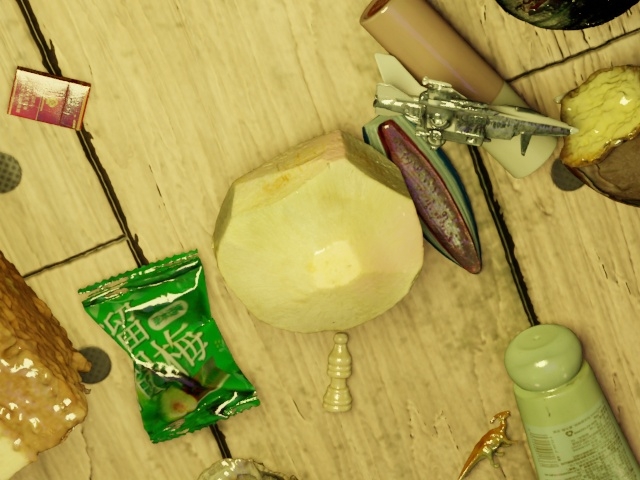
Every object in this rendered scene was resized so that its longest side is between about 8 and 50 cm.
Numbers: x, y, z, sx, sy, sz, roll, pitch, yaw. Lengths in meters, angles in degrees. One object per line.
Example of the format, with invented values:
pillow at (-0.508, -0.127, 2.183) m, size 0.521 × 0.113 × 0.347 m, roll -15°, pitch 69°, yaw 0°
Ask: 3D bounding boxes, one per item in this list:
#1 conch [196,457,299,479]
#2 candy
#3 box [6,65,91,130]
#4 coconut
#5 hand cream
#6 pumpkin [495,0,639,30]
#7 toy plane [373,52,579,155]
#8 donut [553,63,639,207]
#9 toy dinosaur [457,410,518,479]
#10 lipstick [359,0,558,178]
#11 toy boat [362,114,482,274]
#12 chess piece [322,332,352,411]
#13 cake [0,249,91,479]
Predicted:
conch at (-0.087, 0.347, 1.781) m, size 0.163 × 0.245 × 0.178 m, roll 20°, pitch 85°, yaw -48°
candy at (-0.172, 0.122, 1.748) m, size 0.141 × 0.078 × 0.203 m, roll -24°, pitch 98°, yaw -11°
box at (-0.294, -0.154, 1.668) m, size 0.082 × 0.023 × 0.051 m, roll 13°, pitch 107°, yaw -11°
coconut at (0.000, 0.000, 1.652) m, size 0.237 × 0.237 × 0.197 m, roll -20°, pitch 111°, yaw -1°
hand cream at (0.308, 0.243, 1.843) m, size 0.147 × 0.093 × 0.306 m, roll -22°, pitch 111°, yaw 2°
pumpkin at (0.261, -0.334, 1.611) m, size 0.233 × 0.163 × 0.233 m, roll -6°, pitch 109°, yaw -18°
toy plane at (0.153, -0.127, 1.635) m, size 0.234 × 0.160 × 0.082 m, roll 22°, pitch 75°, yaw 7°
donut at (0.446, -0.164, 1.661) m, size 0.259 × 0.136 × 0.345 m, roll 19°, pitch 134°, yaw -33°
toy dinosaur at (0.205, 0.258, 1.866) m, size 0.041 × 0.026 × 0.113 m, roll 31°, pitch 92°, yaw -9°
lipstick at (0.154, -0.176, 1.696) m, size 0.070 × 0.070 × 0.254 m, roll -45°, pitch 108°, yaw 7°
toy boat at (0.127, -0.047, 1.751) m, size 0.080 × 0.046 × 0.229 m, roll -31°, pitch 107°, yaw 5°
chess piece at (0.022, 0.153, 1.806) m, size 0.035 × 0.035 × 0.092 m, roll 1°, pitch 104°, yaw -8°
cake at (-0.429, 0.136, 1.622) m, size 0.290 × 0.256 × 0.282 m, roll -35°, pitch 108°, yaw 0°
